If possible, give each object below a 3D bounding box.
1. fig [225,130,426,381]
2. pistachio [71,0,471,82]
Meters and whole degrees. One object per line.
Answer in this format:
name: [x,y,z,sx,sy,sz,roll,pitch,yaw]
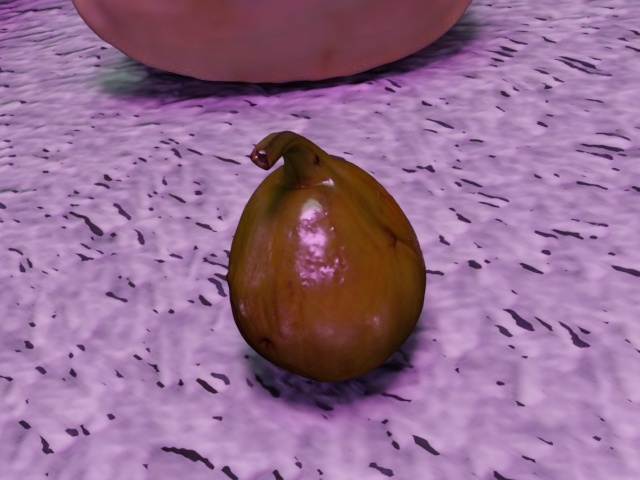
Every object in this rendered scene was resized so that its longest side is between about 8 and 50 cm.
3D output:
fig: [0.000,0.000,0.467,0.082,0.098,0.084,11,27,33]
pistachio: [-0.023,-0.161,0.699,0.229,0.157,0.157,-12,32,9]
